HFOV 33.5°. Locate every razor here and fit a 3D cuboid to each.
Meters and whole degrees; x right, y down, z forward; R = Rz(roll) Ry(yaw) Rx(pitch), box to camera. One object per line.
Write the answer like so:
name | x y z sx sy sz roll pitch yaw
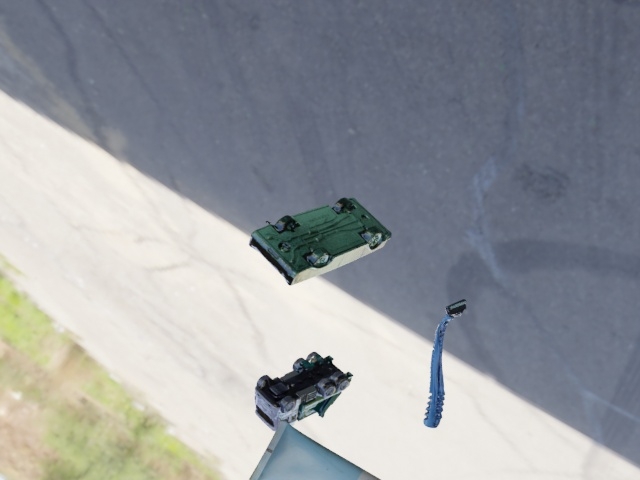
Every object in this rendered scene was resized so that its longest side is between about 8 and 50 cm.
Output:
razor | 0.226 0.233 1.995 0.042 0.253 0.082 15 -164 29

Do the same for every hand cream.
hand cream | 0.048 0.399 1.661 0.312 0.111 0.070 25 159 14

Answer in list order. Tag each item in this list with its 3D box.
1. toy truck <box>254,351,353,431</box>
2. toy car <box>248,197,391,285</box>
toy truck | -0.039 0.334 2.284 0.110 0.216 0.116 36 132 37
toy car | 0.000 0.000 2.185 0.141 0.321 0.097 44 128 23
